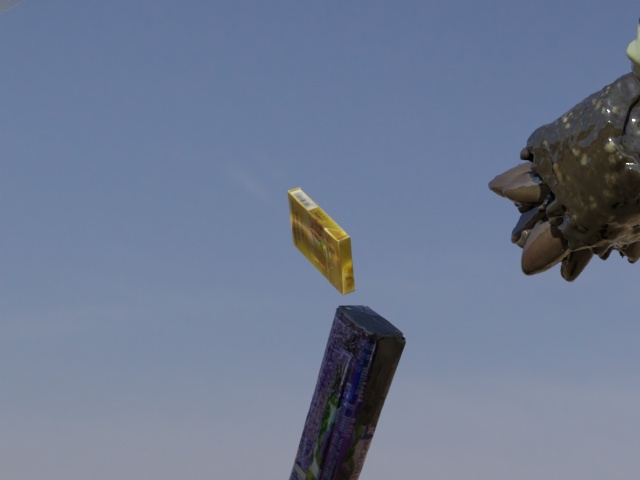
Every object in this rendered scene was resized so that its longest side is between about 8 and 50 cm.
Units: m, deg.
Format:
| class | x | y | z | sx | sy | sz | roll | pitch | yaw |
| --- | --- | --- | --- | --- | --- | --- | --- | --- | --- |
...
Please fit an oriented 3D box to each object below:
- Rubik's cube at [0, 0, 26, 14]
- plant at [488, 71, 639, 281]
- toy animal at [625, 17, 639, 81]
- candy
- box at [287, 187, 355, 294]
| class | x | y | z | sx | sy | sz | roll | pitch | yaw |
| --- | --- | --- | --- | --- | --- | --- | --- | --- | --- |
| Rubik's cube | -0.335 | -0.390 | 1.289 | 0.351 | 0.347 | 0.352 | 35 | 21 | -2 |
| plant | 0.318 | -0.076 | 1.888 | 0.181 | 0.194 | 0.320 | -12 | -15 | -25 |
| toy animal | 0.383 | -0.168 | 1.465 | 0.225 | 0.121 | 0.094 | 20 | -47 | 31 |
| candy | 0.023 | 0.235 | 2.048 | 0.061 | 0.312 | 0.088 | 1 | 25 | -36 |
| box | 0.000 | 0.000 | 2.168 | 0.022 | 0.156 | 0.089 | -19 | -55 | -18 |
